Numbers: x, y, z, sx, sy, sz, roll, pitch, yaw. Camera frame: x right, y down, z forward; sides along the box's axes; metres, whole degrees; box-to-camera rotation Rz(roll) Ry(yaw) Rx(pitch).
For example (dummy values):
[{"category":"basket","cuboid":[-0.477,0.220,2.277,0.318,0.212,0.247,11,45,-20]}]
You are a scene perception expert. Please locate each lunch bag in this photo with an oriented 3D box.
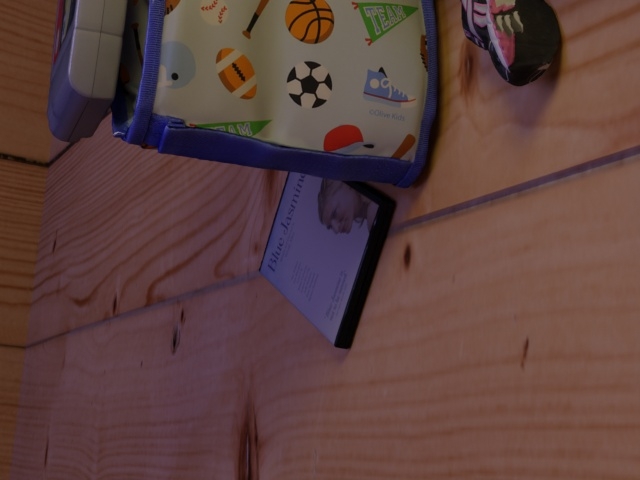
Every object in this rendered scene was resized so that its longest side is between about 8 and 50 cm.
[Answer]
[{"category":"lunch bag","cuboid":[-0.058,-0.241,1.109,0.239,0.328,0.385,130,140,-53]}]

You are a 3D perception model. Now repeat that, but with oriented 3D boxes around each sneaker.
[{"category":"sneaker","cuboid":[0.171,-0.205,0.964,0.077,0.072,0.178,114,159,-48]}]

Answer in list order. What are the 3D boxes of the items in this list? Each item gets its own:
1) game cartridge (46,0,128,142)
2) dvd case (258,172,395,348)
[{"category":"game cartridge","cuboid":[-0.237,-0.267,1.064,0.196,0.060,0.294,158,117,-62]},{"category":"dvd case","cuboid":[0.000,0.000,1.245,0.253,0.022,0.180,39,115,59]}]
